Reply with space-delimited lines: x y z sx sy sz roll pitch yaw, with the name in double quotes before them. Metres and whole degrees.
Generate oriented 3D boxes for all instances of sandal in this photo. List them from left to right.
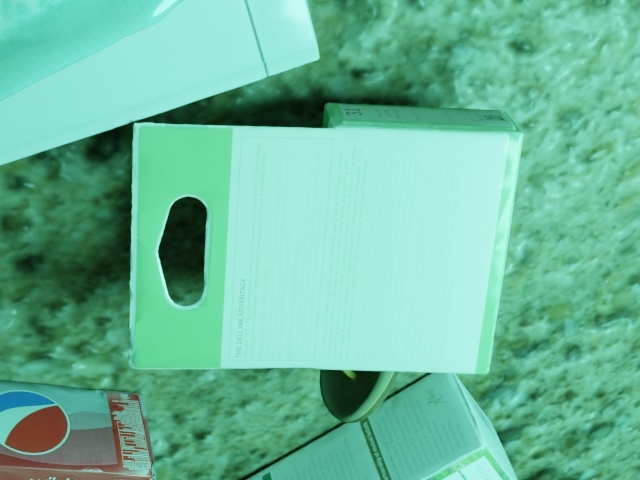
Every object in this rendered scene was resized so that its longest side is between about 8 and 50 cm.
"sandal" 0.033 0.047 0.851 0.049 0.072 0.180 2 123 -36

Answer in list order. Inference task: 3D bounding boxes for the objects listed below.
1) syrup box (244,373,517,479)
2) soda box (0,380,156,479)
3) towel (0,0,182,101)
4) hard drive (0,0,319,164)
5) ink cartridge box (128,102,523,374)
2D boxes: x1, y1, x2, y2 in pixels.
"syrup box" 0.033 0.211 0.976 0.237 0.096 0.093 -30 130 8
"soda box" -0.253 0.153 0.836 0.263 0.083 0.092 9 125 -25
"towel" -0.270 -0.172 0.496 0.375 0.090 0.320 -25 118 0
"hard drive" -0.194 -0.141 0.630 0.353 0.047 0.233 -18 132 -3
"ink cartridge box" 0.000 0.000 0.766 0.235 0.056 0.171 2 114 -6
